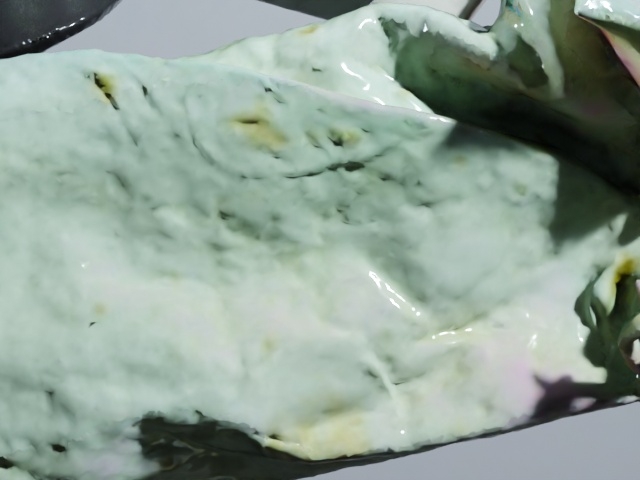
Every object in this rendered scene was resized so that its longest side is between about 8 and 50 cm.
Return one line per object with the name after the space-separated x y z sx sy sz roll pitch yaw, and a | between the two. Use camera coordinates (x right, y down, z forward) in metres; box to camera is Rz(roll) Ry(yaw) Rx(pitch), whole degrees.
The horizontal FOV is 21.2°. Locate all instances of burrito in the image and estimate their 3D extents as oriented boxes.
0.000 0.000 0.484 0.228 0.089 0.144 -12 104 6 | burrito

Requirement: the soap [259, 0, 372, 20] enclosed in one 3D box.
-0.090 -0.260 0.983 0.347 0.115 0.208 13 144 -27 | soap

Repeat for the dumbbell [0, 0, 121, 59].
-0.284 -0.296 1.250 0.203 0.204 0.322 -16 111 14 | dumbbell

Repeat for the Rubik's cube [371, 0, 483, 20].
0.089 -0.400 1.288 0.322 0.316 0.319 35 133 3 | Rubik's cube
